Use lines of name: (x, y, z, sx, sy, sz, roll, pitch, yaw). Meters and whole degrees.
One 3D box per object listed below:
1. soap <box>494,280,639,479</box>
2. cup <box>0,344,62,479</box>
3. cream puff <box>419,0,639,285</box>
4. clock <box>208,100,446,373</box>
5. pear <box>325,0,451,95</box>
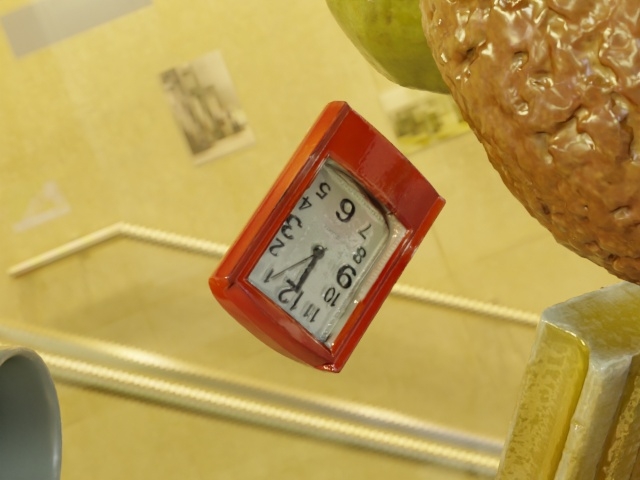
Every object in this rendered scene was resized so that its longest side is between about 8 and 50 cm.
soap: (0.226, 0.166, 1.098, 0.174, 0.274, 0.089, -13, 39, -31)
cup: (-0.359, 0.220, 1.157, 0.234, 0.258, 0.186, -3, -12, 11)
cream puff: (0.194, -0.120, 0.640, 0.303, 0.303, 0.212, -26, -15, -30)
clock: (0.000, 0.000, 0.933, 0.061, 0.113, 0.155, 3, 55, 55)
pear: (0.147, -0.303, 1.276, 0.287, 0.375, 0.287, 14, 24, -6)
